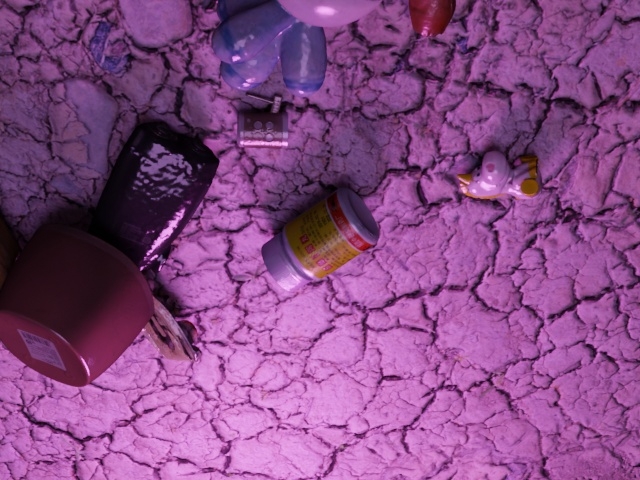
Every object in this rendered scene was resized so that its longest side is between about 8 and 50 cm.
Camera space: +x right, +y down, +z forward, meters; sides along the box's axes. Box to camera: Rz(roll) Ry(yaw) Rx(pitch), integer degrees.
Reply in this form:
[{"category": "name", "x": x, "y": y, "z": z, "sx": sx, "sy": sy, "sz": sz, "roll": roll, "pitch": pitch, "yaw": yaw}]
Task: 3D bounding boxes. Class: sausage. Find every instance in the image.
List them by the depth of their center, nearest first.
[{"category": "sausage", "x": 0.200, "y": -0.550, "z": 1.760, "sx": 0.094, "sy": 0.094, "sz": 0.419, "roll": 7, "pitch": 128, "yaw": 8}]

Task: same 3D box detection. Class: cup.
[{"category": "cup", "x": -0.113, "y": -0.227, "z": 1.989, "sx": 0.099, "sy": 0.074, "sz": 0.102, "roll": 0, "pitch": 128, "yaw": -5}]

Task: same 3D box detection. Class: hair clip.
[{"category": "hair clip", "x": -0.375, "y": 0.143, "z": 2.243, "sx": 0.138, "sy": 0.091, "sz": 0.321, "roll": -4, "pitch": 135, "yaw": 43}]

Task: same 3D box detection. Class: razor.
[{"category": "razor", "x": -0.345, "y": -0.079, "z": 2.062, "sx": 0.189, "sy": 0.107, "sz": 0.327, "roll": 21, "pitch": 123, "yaw": -19}]

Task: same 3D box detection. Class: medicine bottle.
[{"category": "medicine bottle", "x": 0.000, "y": 0.000, "z": 2.134, "sx": 0.225, "sy": 0.139, "sz": 0.139, "roll": -33, "pitch": 123, "yaw": 19}]

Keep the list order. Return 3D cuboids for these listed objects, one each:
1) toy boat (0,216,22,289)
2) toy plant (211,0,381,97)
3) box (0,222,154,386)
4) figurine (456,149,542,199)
[{"category": "toy boat", "x": -0.747, "y": -0.070, "z": 2.028, "sx": 0.162, "sy": 0.136, "sz": 0.445, "roll": -20, "pitch": 122, "yaw": 5}, {"category": "toy plant", "x": -0.063, "y": -0.386, "z": 1.787, "sx": 0.247, "sy": 0.247, "sz": 0.332, "roll": 27, "pitch": 125, "yaw": -23}, {"category": "box", "x": -0.507, "y": 0.139, "z": 2.064, "sx": 0.301, "sy": 0.216, "sz": 0.301, "roll": 20, "pitch": 143, "yaw": 15}, {"category": "figurine", "x": 0.371, "y": -0.124, "z": 2.111, "sx": 0.178, "sy": 0.109, "sz": 0.130, "roll": 6, "pitch": 149, "yaw": -6}]
